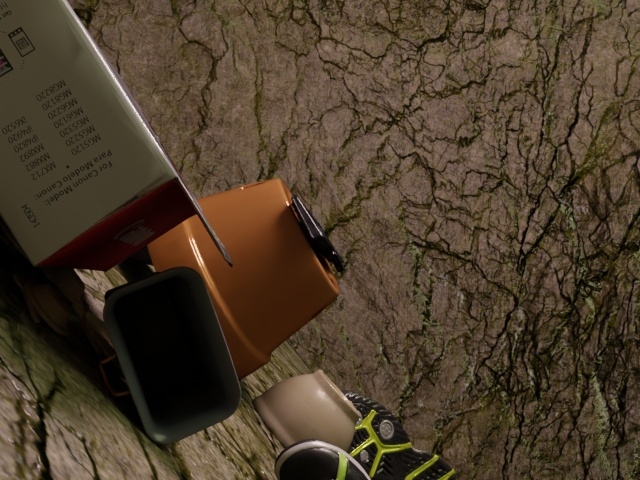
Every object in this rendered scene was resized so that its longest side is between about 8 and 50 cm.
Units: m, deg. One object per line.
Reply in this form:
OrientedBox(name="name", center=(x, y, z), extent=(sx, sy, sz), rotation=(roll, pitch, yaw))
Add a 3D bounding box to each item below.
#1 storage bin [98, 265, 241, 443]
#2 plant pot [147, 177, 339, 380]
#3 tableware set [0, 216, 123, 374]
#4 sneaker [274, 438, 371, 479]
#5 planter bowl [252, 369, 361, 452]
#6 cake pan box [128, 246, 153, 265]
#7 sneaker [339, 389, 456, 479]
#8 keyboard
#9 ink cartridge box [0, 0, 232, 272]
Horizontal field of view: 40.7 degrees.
OrientedBox(name="storage bin", center=(-0.139, 0.091, 0.727), extent=(0.091, 0.098, 0.135), rotation=(11, -59, 66))
OrientedBox(name="plant pot", center=(-0.104, 0.039, 1.297), extent=(0.290, 0.204, 0.291), rotation=(62, 4, -8))
OrientedBox(name="tableware set", center=(-0.228, 0.047, 0.755), extent=(0.141, 0.020, 0.168), rotation=(52, -3, 35))
OrientedBox(name="sneaker", center=(0.044, 0.314, 0.939), extent=(0.234, 0.084, 0.097), rotation=(48, -2, -6))
OrientedBox(name="planter bowl", center=(-0.009, 0.264, 1.302), extent=(0.162, 0.109, 0.162), rotation=(47, -3, 3))
OrientedBox(name="cake pan box", center=(-0.318, -0.090, 1.382), extent=(0.266, 0.070, 0.246), rotation=(63, 1, 11))
OrientedBox(name="sneaker", center=(0.115, 0.447, 1.781), extent=(0.147, 0.145, 0.384), rotation=(-10, -49, 50))
OrientedBox(name="keyboard", center=(0.000, 0.000, 1.267), extent=(0.108, 0.023, 0.180), rotation=(57, 3, 17))
OrientedBox(name="ink cartridge box", center=(-0.201, -0.061, 0.773), extent=(0.271, 0.130, 0.309), rotation=(57, -5, 1))
